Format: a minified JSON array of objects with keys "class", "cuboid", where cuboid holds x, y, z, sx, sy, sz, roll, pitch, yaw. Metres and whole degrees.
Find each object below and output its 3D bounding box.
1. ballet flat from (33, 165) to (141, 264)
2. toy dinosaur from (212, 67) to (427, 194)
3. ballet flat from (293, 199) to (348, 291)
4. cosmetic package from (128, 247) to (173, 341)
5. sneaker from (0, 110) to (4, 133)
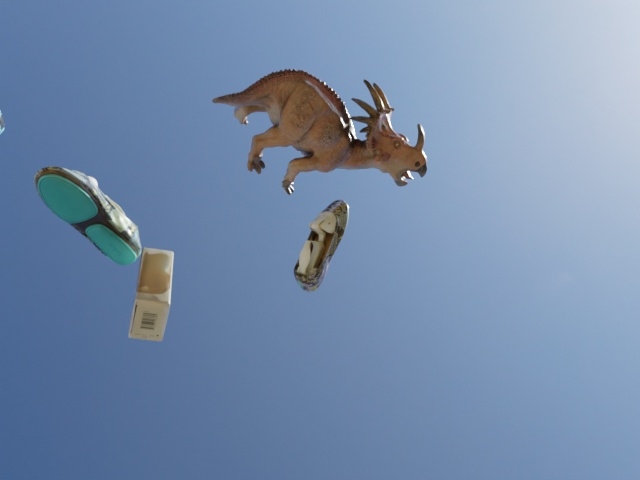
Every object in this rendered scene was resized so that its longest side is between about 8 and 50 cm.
[{"class":"ballet flat","cuboid":[-0.292,-0.042,0.858,0.070,0.188,0.070,-11,-130,13]},{"class":"toy dinosaur","cuboid":[-0.002,-0.174,0.960,0.295,0.200,0.127,32,-141,-32]},{"class":"ballet flat","cuboid":[0.000,0.000,0.752,0.041,0.041,0.114,22,-105,-3]},{"class":"cosmetic package","cuboid":[-0.207,0.064,0.830,0.041,0.060,0.115,10,-152,-16]},{"class":"sneaker","cuboid":[-0.592,-0.141,0.901,0.341,0.140,0.125,-17,-144,12]}]
